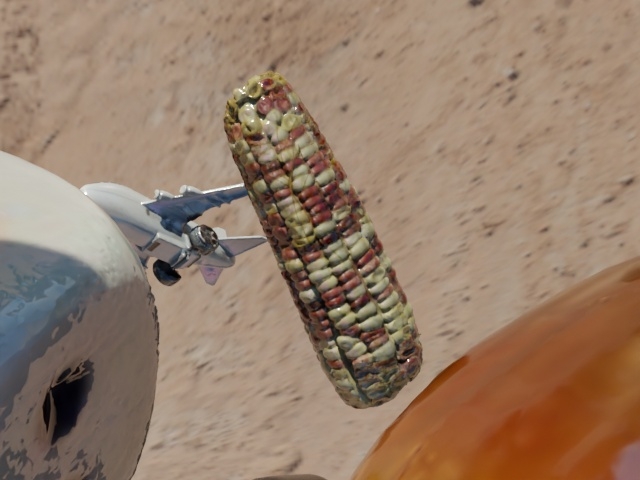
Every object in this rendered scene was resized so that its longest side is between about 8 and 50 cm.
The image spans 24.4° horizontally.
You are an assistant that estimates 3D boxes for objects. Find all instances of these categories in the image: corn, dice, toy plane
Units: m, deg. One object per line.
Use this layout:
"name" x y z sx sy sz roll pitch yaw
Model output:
"corn" 0.000 0.000 0.990 0.079 0.079 0.237 -28 103 -12
"dice" -0.201 0.071 0.711 0.193 0.194 0.192 19 122 19
"toy plane" -0.132 -0.007 1.255 0.171 0.162 0.066 18 45 -43

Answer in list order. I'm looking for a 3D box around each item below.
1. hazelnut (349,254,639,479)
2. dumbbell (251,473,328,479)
"hazelnut" 0.156 0.168 0.632 0.315 0.372 0.372 30 76 -35
"dumbbell" 0.067 0.354 1.636 0.322 0.203 0.204 3 79 -35
